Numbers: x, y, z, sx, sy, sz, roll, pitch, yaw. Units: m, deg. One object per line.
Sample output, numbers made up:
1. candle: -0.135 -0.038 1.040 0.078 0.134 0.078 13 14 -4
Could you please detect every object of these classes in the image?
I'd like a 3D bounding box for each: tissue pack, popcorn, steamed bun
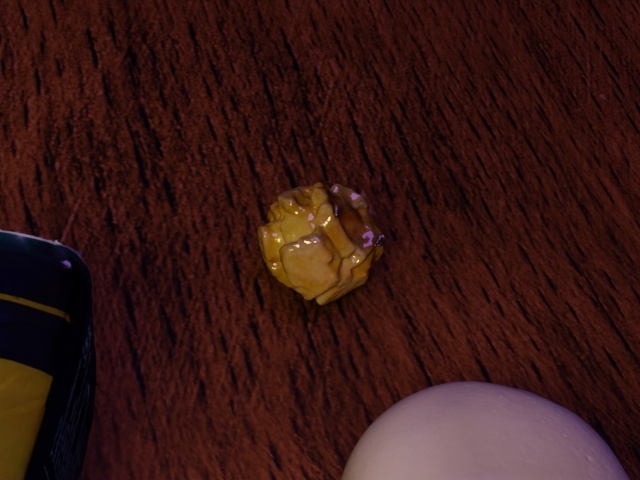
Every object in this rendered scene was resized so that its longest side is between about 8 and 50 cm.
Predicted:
1. tissue pack: -0.337 0.215 1.121 0.253 0.264 0.416 6 41 -3
2. popcorn: 0.000 0.000 1.659 0.148 0.152 0.167 56 44 -3
3. steamed bun: 0.173 0.281 1.366 0.324 0.206 0.324 11 42 -10
